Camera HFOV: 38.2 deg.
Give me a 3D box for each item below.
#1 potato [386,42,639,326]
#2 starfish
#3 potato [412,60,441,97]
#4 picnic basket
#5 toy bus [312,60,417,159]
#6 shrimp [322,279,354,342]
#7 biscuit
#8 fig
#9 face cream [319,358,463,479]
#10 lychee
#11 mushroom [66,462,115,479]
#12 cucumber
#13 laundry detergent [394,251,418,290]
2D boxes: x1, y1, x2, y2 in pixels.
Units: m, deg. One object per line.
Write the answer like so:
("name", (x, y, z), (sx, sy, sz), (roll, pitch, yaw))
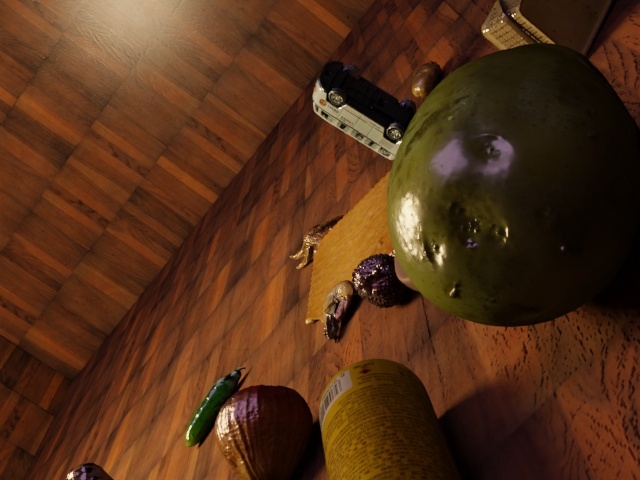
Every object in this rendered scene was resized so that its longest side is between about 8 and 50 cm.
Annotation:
("potato", (0.164, -0.056, 0.781), (0.216, 0.216, 0.304), (-43, 19, 38))
("starfish", (-0.003, -0.005, 1.579), (0.133, 0.041, 0.130), (-54, 14, 0))
("potato", (0.187, -0.288, 1.644), (0.051, 0.040, 0.083), (-46, 13, 50))
("picnic basket", (0.287, -0.293, 1.145), (0.164, 0.115, 0.079), (-59, 16, -20))
("toy bus", (0.073, -0.214, 1.534), (0.089, 0.194, 0.087), (-51, 10, 51))
("shrimp", (0.025, 0.092, 1.256), (0.059, 0.023, 0.108), (-40, 26, 25))
("biscuit", (0.054, 0.008, 1.366), (0.237, 0.013, 0.232), (-46, 22, 32))
("fig", (-0.051, 0.236, 1.066), (0.119, 0.153, 0.119), (-31, -28, -19))
("face cream", (0.061, 0.203, 0.686), (0.105, 0.105, 0.348), (-51, 13, 10))
("lychee", (0.074, 0.050, 1.114), (0.068, 0.067, 0.083), (-17, -14, 2))
("mushroom", (-0.169, 0.304, 0.970), (0.227, 0.218, 0.148), (-34, 23, 55))
("cucumber", (-0.173, 0.265, 1.493), (0.155, 0.037, 0.037), (-55, 13, -10))
("laundry detergent", (0.134, -0.015, 1.052), (0.171, 0.076, 0.237), (-59, 14, -22))
